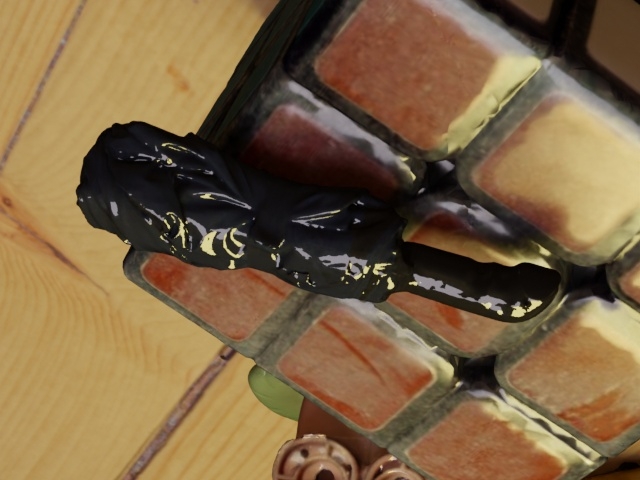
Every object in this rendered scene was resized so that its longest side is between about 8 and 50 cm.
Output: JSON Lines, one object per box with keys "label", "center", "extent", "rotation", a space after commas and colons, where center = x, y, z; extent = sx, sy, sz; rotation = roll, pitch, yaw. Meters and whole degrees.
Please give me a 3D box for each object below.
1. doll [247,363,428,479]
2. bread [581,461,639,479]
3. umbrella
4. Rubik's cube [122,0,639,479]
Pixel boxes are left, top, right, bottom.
{"label": "doll", "center": [0.066, 0.137, 1.101], "extent": [0.284, 0.216, 0.268], "rotation": [7, 161, 17]}
{"label": "bread", "center": [0.381, 0.332, 1.199], "extent": [0.337, 0.148, 0.328], "rotation": [-10, 125, 27]}
{"label": "umbrella", "center": [-0.005, 0.001, 0.709], "extent": [0.248, 0.071, 0.071], "rotation": [20, 133, 5]}
{"label": "Rubik's cube", "center": [0.111, -0.067, 0.857], "extent": [0.304, 0.301, 0.305], "rotation": [35, 130, -11]}
